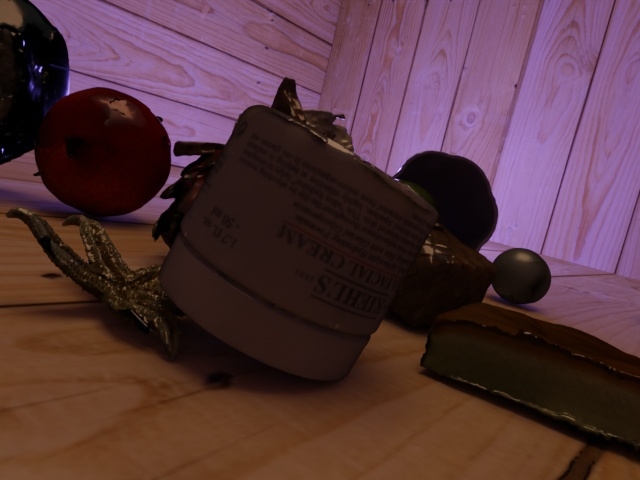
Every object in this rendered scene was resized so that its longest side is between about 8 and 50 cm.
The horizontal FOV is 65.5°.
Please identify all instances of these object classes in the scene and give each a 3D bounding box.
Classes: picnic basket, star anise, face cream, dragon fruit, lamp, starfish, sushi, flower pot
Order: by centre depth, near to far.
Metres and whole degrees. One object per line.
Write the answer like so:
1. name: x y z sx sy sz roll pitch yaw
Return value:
1. face cream: -0.016 -0.002 0.399 0.177 0.153 0.177 29 7 -4
2. starfish: -0.154 0.030 0.434 0.208 0.053 0.176 34 11 12
3. picnic basket: 0.115 0.028 0.640 0.138 0.128 0.178 10 25 -41
4. dragon fruit: -0.111 -0.040 0.658 0.182 0.188 0.182 14 -26 7
5. sushi: -0.574 -0.254 0.720 0.329 0.327 0.285 5 9 -12
6. star anise: -0.059 -0.105 0.843 0.109 0.292 0.349 -4 -42 44
7. lamp: 0.362 0.066 0.905 0.105 0.105 0.105 13 7 -2
8. flower pot: 0.249 -0.067 1.198 0.265 0.265 0.243 12 -2 -6

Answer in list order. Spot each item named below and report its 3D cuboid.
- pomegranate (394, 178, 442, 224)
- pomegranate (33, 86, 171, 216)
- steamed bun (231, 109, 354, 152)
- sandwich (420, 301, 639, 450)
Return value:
1. pomegranate: 0.136 -0.018 0.953 0.182 0.181 0.224 14 -15 8
2. pomegranate: -0.359 -0.139 0.819 0.235 0.210 0.210 -13 -8 33
3. steamed bun: -0.070 -0.113 1.107 0.290 0.272 0.273 11 -33 -13
4. sandwich: 0.243 0.117 0.465 0.245 0.063 0.212 19 8 28
